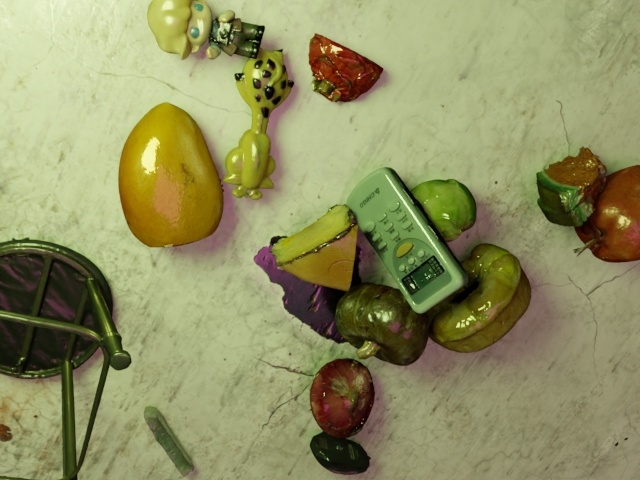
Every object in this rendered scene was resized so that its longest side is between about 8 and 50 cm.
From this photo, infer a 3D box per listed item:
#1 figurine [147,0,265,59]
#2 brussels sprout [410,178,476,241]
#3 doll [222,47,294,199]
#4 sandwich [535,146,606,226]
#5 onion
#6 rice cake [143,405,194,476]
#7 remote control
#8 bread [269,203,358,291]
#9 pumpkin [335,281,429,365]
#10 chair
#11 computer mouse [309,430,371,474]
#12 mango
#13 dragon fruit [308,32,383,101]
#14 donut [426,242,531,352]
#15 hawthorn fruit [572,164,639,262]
[{"bbox_3d":[-0.199,-0.366,1.010,0.195,0.108,0.114,17,112,-6],"label":"figurine"},{"bbox_3d":[0.245,-0.053,1.243,0.131,0.146,0.183,8,151,-44],"label":"brussels sprout"},{"bbox_3d":[-0.119,-0.221,1.112,0.117,0.086,0.291,4,107,-20],"label":"doll"},{"bbox_3d":[0.558,-0.111,1.269,0.159,0.185,0.109,-30,107,8],"label":"sandwich"},{"bbox_3d":[0.037,0.363,1.359,0.184,0.147,0.184,12,73,-45],"label":"onion"},{"bbox_3d":[-0.350,0.461,1.341,0.036,0.047,0.207,-32,118,-17],"label":"rice cake"},{"bbox_3d":[0.169,-0.006,1.181,0.140,0.056,0.296,-41,74,33],"label":"remote control"},{"bbox_3d":[0.000,0.000,1.204,0.169,0.140,0.160,16,112,-19],"label":"bread"},{"bbox_3d":[0.128,0.189,1.262,0.219,0.219,0.162,44,65,-24],"label":"pumpkin"},{"bbox_3d":[-0.530,0.210,0.995,0.361,0.410,0.365,14,107,-18],"label":"chair"},{"bbox_3d":[0.044,0.533,1.441,0.172,0.099,0.057,23,113,-19],"label":"computer mouse"},{"bbox_3d":[-0.285,-0.120,1.079,0.187,0.138,0.257,-13,108,-3],"label":"mango"},{"bbox_3d":[0.043,-0.316,1.122,0.162,0.083,0.106,21,107,-23],"label":"dragon fruit"},{"bbox_3d":[0.347,0.137,1.305,0.261,0.208,0.128,-41,115,9],"label":"donut"},{"bbox_3d":[0.670,-0.040,1.302,0.299,0.211,0.211,-28,117,-25],"label":"hawthorn fruit"}]
